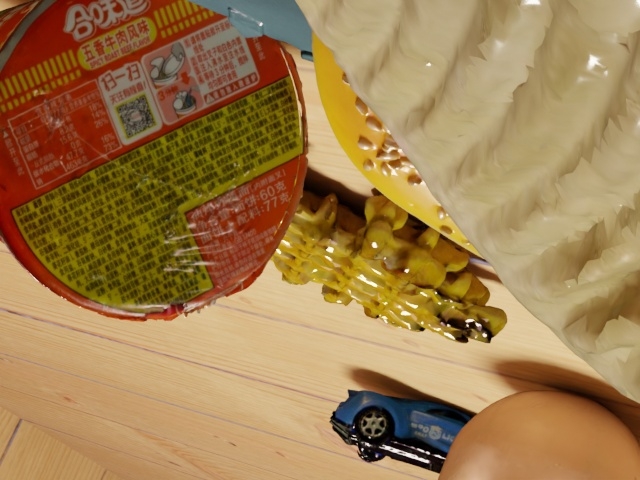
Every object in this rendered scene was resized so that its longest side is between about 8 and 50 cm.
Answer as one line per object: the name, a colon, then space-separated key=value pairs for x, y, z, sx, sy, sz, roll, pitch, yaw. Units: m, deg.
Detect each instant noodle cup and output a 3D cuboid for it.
instant noodle cup: x=-0.138 y=-0.060 z=1.016 sx=0.193 sy=0.193 sz=0.212 roll=33 pitch=170 yaw=-29

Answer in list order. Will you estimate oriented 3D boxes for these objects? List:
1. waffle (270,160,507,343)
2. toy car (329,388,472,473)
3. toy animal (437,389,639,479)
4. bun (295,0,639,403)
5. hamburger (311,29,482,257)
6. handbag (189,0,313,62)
waffle: x=0.000 y=0.000 z=1.223 sx=0.232 sy=0.051 sz=0.229 roll=10 pitch=162 yaw=45
toy car: x=0.114 y=0.187 z=1.651 sx=0.216 sy=0.063 sz=0.103 roll=16 pitch=164 yaw=7
toy animal: x=0.225 y=0.252 z=1.440 sx=0.237 sy=0.269 sz=0.326 roll=4 pitch=123 yaw=50
bun: x=0.141 y=-0.081 z=0.416 sx=0.362 sy=0.234 sz=0.326 roll=33 pitch=165 yaw=32
hamburger: x=0.102 y=-0.064 z=0.660 sx=0.210 sy=0.173 sz=0.116 roll=26 pitch=-158 yaw=-6
handbag: x=0.010 y=-0.109 z=0.843 sx=0.221 sy=0.057 sz=0.144 roll=23 pitch=172 yaw=0
